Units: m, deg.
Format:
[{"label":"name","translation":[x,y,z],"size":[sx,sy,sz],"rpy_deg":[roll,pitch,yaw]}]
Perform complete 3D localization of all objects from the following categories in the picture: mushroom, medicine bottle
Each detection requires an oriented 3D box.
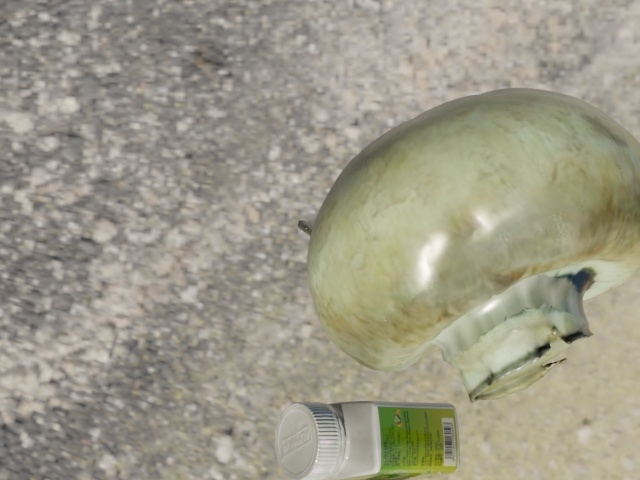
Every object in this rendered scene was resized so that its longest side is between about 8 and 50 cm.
[{"label":"mushroom","translation":[0.156,0.004,1.293],"size":[0.352,0.352,0.260],"rpy_deg":[-9,68,-42]},{"label":"medicine bottle","translation":[0.049,0.230,1.584],"size":[0.188,0.132,0.088],"rpy_deg":[6,75,-35]}]

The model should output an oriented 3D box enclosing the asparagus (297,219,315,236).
[{"label":"asparagus","translation":[0.000,0.000,1.673],"size":[0.022,0.233,0.023],"rpy_deg":[-37,104,-1]}]
